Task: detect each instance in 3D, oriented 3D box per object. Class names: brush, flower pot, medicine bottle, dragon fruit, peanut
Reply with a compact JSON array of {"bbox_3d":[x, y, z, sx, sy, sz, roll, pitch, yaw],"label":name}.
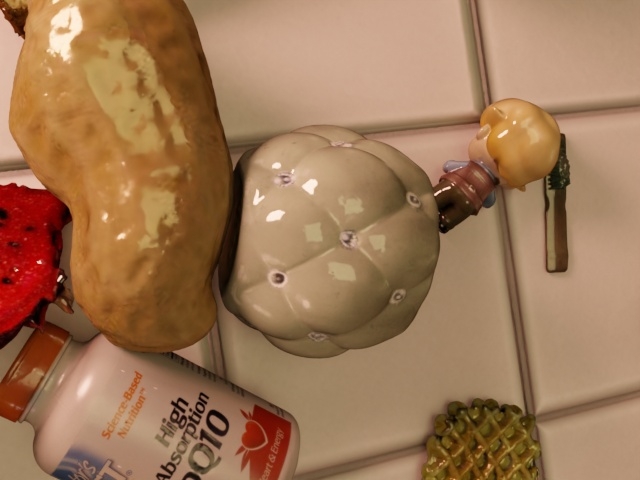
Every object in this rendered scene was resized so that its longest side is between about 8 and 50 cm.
[{"bbox_3d":[0.321,-0.051,0.933,0.034,0.027,0.190,1,89,-15],"label":"brush"},{"bbox_3d":[0.000,0.000,0.726,0.195,0.246,0.246,6,86,-16],"label":"flower pot"},{"bbox_3d":[-0.177,0.190,0.706,0.289,0.157,0.157,31,80,-14],"label":"medicine bottle"},{"bbox_3d":[-0.408,0.051,0.640,0.344,0.282,0.100,2,129,-17],"label":"dragon fruit"},{"bbox_3d":[-0.183,-0.084,0.655,0.192,0.169,0.387,-13,87,-14],"label":"peanut"}]

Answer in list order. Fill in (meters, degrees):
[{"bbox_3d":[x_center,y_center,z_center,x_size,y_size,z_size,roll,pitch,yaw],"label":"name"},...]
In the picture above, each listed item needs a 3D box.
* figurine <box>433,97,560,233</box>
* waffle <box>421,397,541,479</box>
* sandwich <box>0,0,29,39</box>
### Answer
[{"bbox_3d":[0.211,-0.090,0.875,0.196,0.108,0.114,-43,90,4],"label":"figurine"},{"bbox_3d":[0.206,0.293,0.882,0.169,0.036,0.183,13,86,-19],"label":"waffle"},{"bbox_3d":[-0.265,-0.398,0.732,0.301,0.099,0.271,-32,94,-12],"label":"sandwich"}]
